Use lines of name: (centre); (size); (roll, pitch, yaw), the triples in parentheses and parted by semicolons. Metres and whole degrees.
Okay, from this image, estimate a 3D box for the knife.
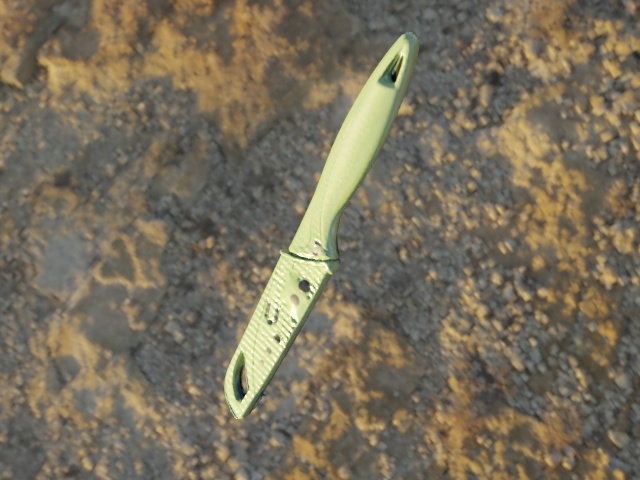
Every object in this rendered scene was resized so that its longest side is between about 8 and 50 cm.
knife: (-0.001, 0.000, 0.743); (0.043, 0.020, 0.293); (42, 120, 27)
